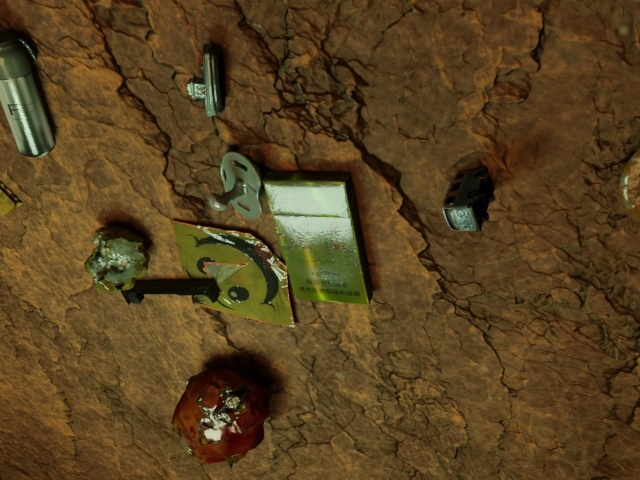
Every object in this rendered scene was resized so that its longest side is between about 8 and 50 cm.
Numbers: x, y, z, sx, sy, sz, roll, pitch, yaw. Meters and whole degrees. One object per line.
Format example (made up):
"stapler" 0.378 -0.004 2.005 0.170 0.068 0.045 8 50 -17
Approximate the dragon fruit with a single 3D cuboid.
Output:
"dragon fruit" -0.252 0.448 1.843 0.250 0.250 0.315 20 119 6

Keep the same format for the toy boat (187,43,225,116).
"toy boat" -0.206 -0.283 1.300 0.066 0.059 0.140 4 132 4

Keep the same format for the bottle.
"bottle" -0.594 -0.290 1.452 0.096 0.079 0.254 -15 131 -13

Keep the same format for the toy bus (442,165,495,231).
"toy bus" 0.253 -0.069 1.250 0.074 0.123 0.060 -6 126 32

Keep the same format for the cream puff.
"cream puff" -0.468 0.040 1.661 0.121 0.156 0.156 1 148 -37

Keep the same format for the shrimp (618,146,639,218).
"shrimp" 0.565 -0.097 1.152 0.161 0.049 0.166 11 124 16

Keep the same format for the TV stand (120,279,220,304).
"TV stand" -0.360 0.124 1.727 0.256 0.040 0.049 -3 128 26

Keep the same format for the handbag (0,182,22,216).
"handbag" -0.755 -0.101 1.714 0.061 0.027 0.083 -23 116 36

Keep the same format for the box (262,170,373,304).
"box" 0.000 0.000 1.469 0.172 0.043 0.311 4 129 21

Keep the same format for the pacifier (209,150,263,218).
"pacifier" -0.174 -0.101 1.412 0.126 0.116 0.150 37 143 26

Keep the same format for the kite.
"kite" -0.208 0.088 1.653 0.377 0.013 0.327 44 132 -16
